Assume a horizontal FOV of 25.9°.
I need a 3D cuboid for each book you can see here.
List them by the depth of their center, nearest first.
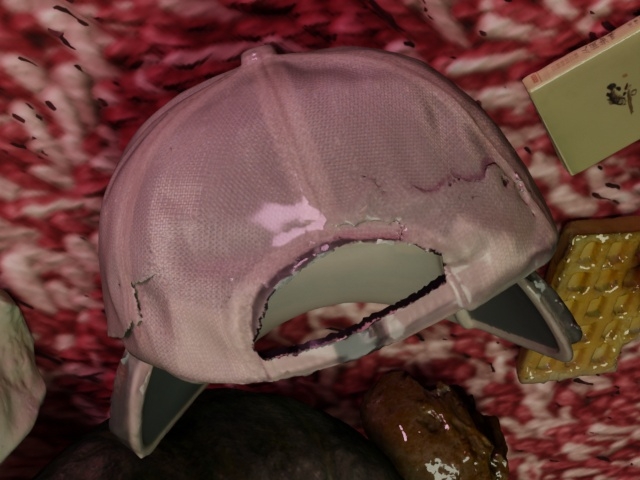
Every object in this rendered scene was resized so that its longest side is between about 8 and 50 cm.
[{"bbox_3d":[0.167,-0.085,0.731,0.111,0.014,0.077,-29,137,8],"label":"book"}]

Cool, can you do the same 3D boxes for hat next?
[{"bbox_3d":[0.001,0.005,0.670,0.232,0.161,0.275,-9,162,4],"label":"hat"}]

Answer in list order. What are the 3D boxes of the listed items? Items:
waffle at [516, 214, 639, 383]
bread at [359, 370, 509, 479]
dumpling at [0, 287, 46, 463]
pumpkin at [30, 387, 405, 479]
[{"bbox_3d":[0.175,0.037,0.860,0.092,0.021,0.135,-7,137,-16],"label":"waffle"},{"bbox_3d":[0.080,0.130,0.878,0.060,0.082,0.113,-39,139,16],"label":"bread"},{"bbox_3d":[-0.228,0.080,0.687,0.169,0.100,0.134,-21,125,-3],"label":"dumpling"},{"bbox_3d":[-0.053,0.231,0.766,0.300,0.300,0.207,17,164,-35],"label":"pumpkin"}]
